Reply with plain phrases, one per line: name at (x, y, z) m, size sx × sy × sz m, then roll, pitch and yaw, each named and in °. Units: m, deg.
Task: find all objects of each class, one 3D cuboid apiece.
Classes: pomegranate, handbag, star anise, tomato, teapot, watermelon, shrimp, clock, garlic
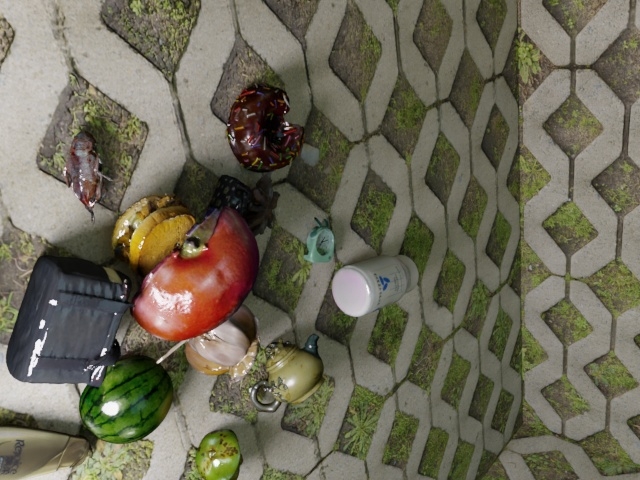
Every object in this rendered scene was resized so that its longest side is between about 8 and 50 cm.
pomegranate at (-0.272, 0.584, 1.628) m, size 0.122 × 0.143 × 0.169 m, roll -14°, pitch 159°, yaw -12°
handbag at (-0.208, -0.099, 1.498) m, size 0.072 × 0.139 × 0.115 m, roll 25°, pitch 82°, yaw -37°
star anise at (-0.158, -0.093, 1.594) m, size 0.195 × 0.065 × 0.183 m, roll -41°, pitch 149°, yaw -56°
handbag at (-0.494, 0.162, 1.210) m, size 0.181 × 0.181 × 0.255 m, roll 19°, pitch 86°, yaw -43°
tomato at (-0.250, 0.101, 1.381) m, size 0.335 × 0.176 × 0.290 m, roll -48°, pitch 173°, yaw -24°
teapot at (-0.099, 0.376, 1.757) m, size 0.269 × 0.173 × 0.183 m, roll -37°, pitch 92°, yaw -7°
watermelon at (-0.430, 0.377, 1.381) m, size 0.232 × 0.127 × 0.204 m, roll -29°, pitch 124°, yaw -35°
shrimp at (-0.475, -0.127, 1.240) m, size 0.073 × 0.074 × 0.190 m, roll -33°, pitch 120°, yaw -63°
clock at (0.000, 0.000, 1.840) m, size 0.101 × 0.041 × 0.135 m, roll 4°, pitch 95°, yaw -49°
garlic at (-0.255, 0.271, 1.478) m, size 0.256 × 0.207 × 0.207 m, roll -35°, pitch 126°, yaw -58°

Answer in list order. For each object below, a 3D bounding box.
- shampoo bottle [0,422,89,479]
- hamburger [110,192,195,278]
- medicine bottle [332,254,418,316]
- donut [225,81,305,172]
shampoo bottle at (-0.629, 0.423, 1.195) m, size 0.350 × 0.084 × 0.126 m, roll 21°, pitch 82°, yaw -50°
hamburger at (-0.362, -0.019, 1.332) m, size 0.191 × 0.118 × 0.182 m, roll -59°, pitch 161°, yaw 16°
medicine bottle at (0.186, 0.137, 1.993) m, size 0.293 × 0.170 × 0.170 m, roll -15°, pitch 111°, yaw -48°
donut at (-0.135, -0.284, 1.565) m, size 0.216 × 0.096 × 0.230 m, roll -34°, pitch 124°, yaw -39°
